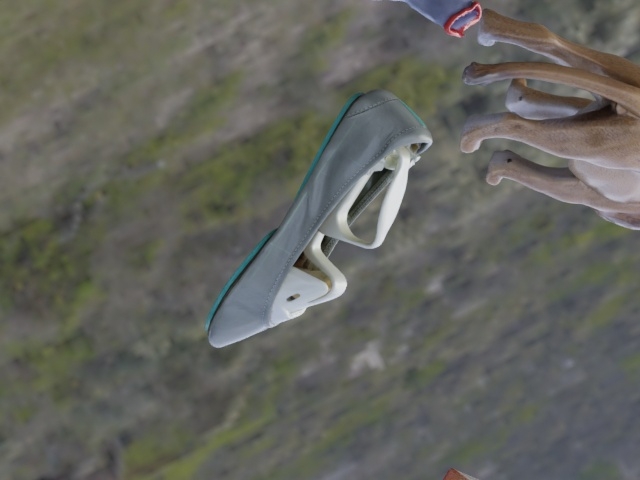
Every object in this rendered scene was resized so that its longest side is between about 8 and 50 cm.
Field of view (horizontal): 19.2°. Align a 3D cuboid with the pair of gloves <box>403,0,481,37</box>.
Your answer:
[{"bbox_3d":[0.072,-0.199,1.339,0.198,0.159,0.023,-33,145,-47],"label":"pair of gloves"}]

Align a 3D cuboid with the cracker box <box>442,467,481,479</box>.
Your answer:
[{"bbox_3d":[0.151,0.304,1.461,0.067,0.232,0.156,28,96,-48],"label":"cracker box"}]

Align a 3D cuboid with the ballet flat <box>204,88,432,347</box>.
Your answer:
[{"bbox_3d":[0.000,0.000,1.250,0.213,0.068,0.072,-57,162,16],"label":"ballet flat"}]

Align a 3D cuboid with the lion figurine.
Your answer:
[{"bbox_3d":[0.259,-0.089,1.652,0.240,0.142,0.392,16,-178,15],"label":"lion figurine"}]
